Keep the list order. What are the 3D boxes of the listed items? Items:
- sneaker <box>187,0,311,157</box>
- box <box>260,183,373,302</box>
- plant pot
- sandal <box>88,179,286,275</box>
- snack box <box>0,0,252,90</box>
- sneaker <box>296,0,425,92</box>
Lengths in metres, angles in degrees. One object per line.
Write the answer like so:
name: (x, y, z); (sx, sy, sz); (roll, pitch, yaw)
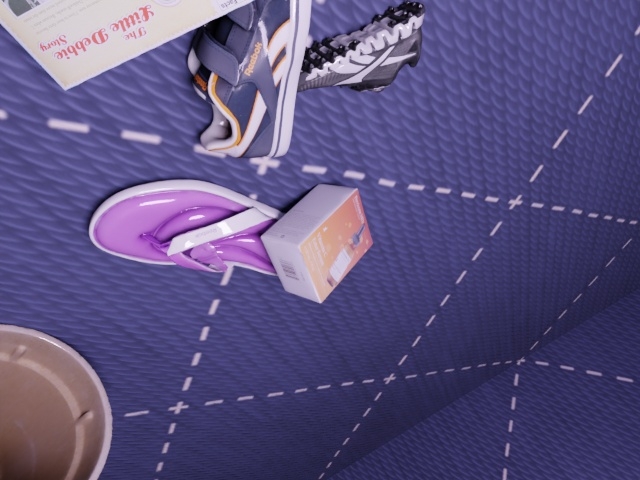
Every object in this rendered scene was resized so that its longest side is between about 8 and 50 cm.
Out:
sneaker: (-0.095, -0.243, 0.553); (0.127, 0.126, 0.321); (-11, 133, -24)
box: (0.000, 0.000, 0.782); (0.170, 0.091, 0.130); (-46, 131, -32)
plant pot: (-0.577, 0.357, 0.715); (0.305, 0.333, 0.334); (-39, 137, 24)
sandal: (-0.158, 0.001, 0.751); (0.416, 0.102, 0.169); (7, 124, -36)
snack box: (-0.186, -0.288, 0.417); (0.322, 0.060, 0.187); (-16, 138, 16)
sneaker: (0.058, -0.258, 0.660); (0.234, 0.078, 0.106); (-28, 134, -7)
